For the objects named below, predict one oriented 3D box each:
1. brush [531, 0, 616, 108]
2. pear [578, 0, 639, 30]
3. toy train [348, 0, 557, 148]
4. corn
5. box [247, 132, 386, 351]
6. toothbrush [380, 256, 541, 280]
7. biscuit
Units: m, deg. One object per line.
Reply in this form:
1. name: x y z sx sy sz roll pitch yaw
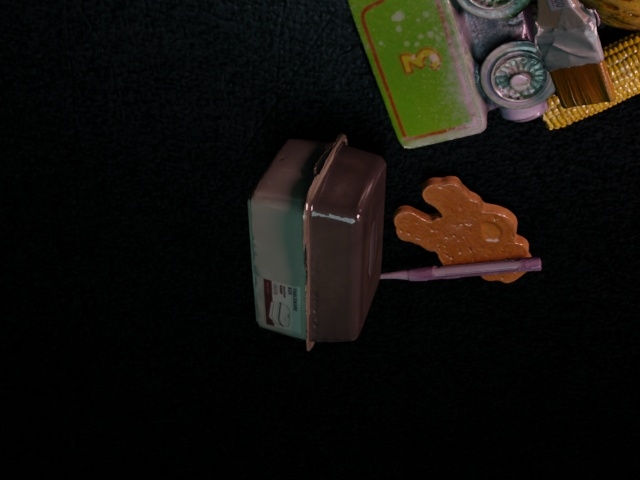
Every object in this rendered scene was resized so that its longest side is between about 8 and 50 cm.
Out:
1. brush: 0.250 -0.292 0.952 0.085 0.020 0.336 2 131 44
2. pear: 0.394 -0.371 0.968 0.271 0.271 0.271 2 126 3
3. toy train: 0.176 -0.280 1.108 0.249 0.173 0.307 -10 126 22
4. corn: 0.407 -0.231 1.172 0.248 0.081 0.081 -25 120 21
5. box: 0.000 0.000 1.290 0.166 0.220 0.290 9 128 13
6. toothbrush: 0.181 0.057 1.406 0.354 0.024 0.029 -7 140 19
7. biscuit: 0.236 -0.010 1.373 0.236 0.040 0.144 31 131 -20
